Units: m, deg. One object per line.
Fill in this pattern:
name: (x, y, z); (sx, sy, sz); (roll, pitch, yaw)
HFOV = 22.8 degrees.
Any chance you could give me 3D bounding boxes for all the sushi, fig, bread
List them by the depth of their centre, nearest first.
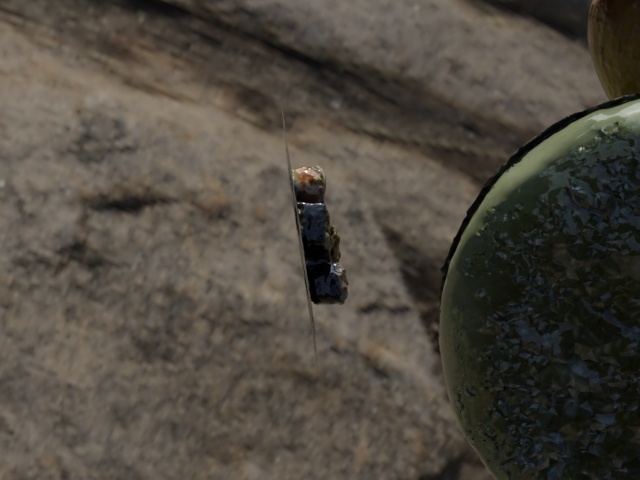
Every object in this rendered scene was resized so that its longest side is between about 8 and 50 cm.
bread: (0.188, 0.052, 0.798); (0.267, 0.267, 0.040); (25, 18, -5)
sushi: (0.000, 0.000, 1.479); (0.040, 0.193, 0.210); (-8, 71, -2)
fig: (0.337, -0.170, 1.645); (0.159, 0.257, 0.159); (14, 28, -8)
